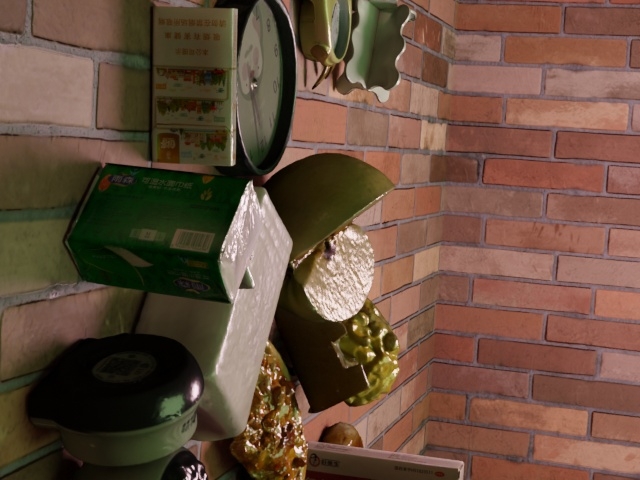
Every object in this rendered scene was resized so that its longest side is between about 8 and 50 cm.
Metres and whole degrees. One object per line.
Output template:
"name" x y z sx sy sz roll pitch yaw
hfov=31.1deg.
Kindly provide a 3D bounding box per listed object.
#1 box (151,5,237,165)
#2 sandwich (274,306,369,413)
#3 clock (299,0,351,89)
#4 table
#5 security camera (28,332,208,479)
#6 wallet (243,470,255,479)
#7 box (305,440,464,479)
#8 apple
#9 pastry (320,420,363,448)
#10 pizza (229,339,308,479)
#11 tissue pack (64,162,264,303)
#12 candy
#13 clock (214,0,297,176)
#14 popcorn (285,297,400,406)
"box" -0.179 -0.218 1.627 0.032 0.122 0.220 -44 137 -75
"sandwich" -0.007 0.193 2.168 0.122 0.128 0.235 20 47 -88
"clock" 0.009 -0.420 2.286 0.170 0.069 0.232 -55 147 -60
"table" 0.113 -0.410 2.476 0.166 0.167 0.198 44 53 -69
"security camera" -0.238 0.279 1.465 0.197 0.191 0.277 -54 146 -62
"wallet" -0.094 0.424 2.234 0.182 0.049 0.229 78 22 -43
"box" 0.124 0.560 2.461 0.069 0.353 0.214 -23 116 -74
"apple" -0.016 -0.013 2.045 0.258 0.233 0.295 -37 144 -43
"pastry" 0.047 0.520 2.647 0.192 0.093 0.182 -53 142 -59
"pizza" -0.090 0.341 2.069 0.226 0.086 0.335 -40 122 -66
"tissue pack" -0.193 0.004 1.499 0.156 0.209 0.148 77 24 -51
"candy" -0.161 0.102 1.743 0.208 0.145 0.358 69 30 -55
"clock" -0.115 -0.262 1.930 0.319 0.066 0.318 5 90 -74
"popcorn" 0.044 0.225 2.337 0.225 0.249 0.249 -42 150 -12
